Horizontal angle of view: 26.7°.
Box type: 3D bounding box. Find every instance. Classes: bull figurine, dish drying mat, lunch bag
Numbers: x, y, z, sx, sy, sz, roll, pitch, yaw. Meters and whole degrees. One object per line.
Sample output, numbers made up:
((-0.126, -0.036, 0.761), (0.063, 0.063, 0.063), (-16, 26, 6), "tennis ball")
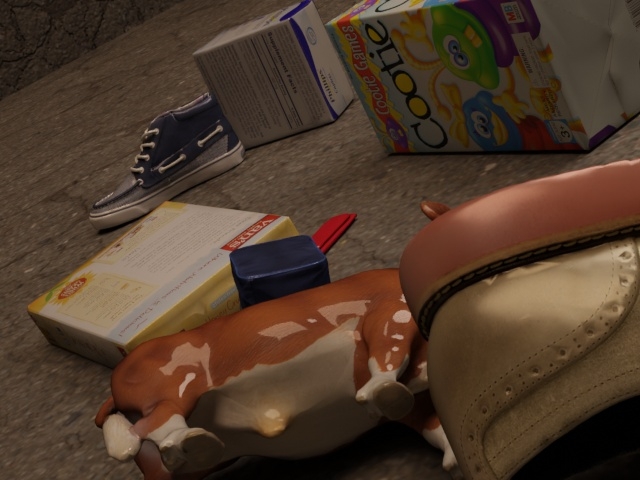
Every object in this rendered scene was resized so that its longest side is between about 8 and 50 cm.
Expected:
((0.012, 0.075, 0.770), (0.310, 0.101, 0.188), (-23, 21, 10), "bull figurine")
((0.000, 0.000, 1.133), (0.032, 0.008, 0.083), (-13, 23, 37), "dish drying mat")
((-0.025, 0.042, 0.969), (0.067, 0.065, 0.098), (-12, 16, -6), "lunch bag")

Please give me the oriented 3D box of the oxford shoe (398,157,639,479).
((0.241, 0.031, 0.605), (0.396, 0.140, 0.147), (-15, 58, 10), "oxford shoe")

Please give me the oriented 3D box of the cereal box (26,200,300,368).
((-0.136, 0.037, 1.146), (0.173, 0.047, 0.240), (-38, 23, -22), "cereal box")

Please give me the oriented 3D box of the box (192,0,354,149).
((-0.052, -0.185, 1.515), (0.137, 0.126, 0.072), (-14, 20, 31), "box")

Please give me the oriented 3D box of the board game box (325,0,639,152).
((0.155, -0.170, 1.171), (0.142, 0.144, 0.275), (-36, 20, -25), "board game box")

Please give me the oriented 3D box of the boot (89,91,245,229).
((-0.184, -0.089, 1.495), (0.190, 0.086, 0.069), (-29, 19, -7), "boot")
